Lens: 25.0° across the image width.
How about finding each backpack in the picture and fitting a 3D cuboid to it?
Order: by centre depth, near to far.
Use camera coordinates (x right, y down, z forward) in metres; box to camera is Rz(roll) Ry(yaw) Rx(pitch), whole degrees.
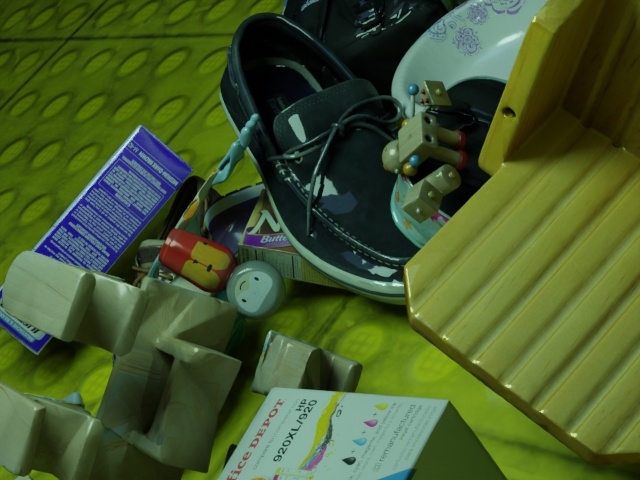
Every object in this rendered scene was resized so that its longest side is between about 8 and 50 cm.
[{"bbox_3d":[0.208,-0.050,1.575,0.253,0.191,0.225,29,61,9],"label":"backpack"},{"bbox_3d":[0.074,-0.343,2.133,0.290,0.273,0.355,-30,49,24],"label":"backpack"}]

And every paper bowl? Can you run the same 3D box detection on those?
[{"bbox_3d":[0.244,-0.199,1.837,0.284,0.148,0.284,-25,33,18],"label":"paper bowl"}]

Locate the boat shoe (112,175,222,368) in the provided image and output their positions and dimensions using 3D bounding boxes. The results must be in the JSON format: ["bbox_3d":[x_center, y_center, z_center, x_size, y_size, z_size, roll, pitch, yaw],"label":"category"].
[{"bbox_3d":[-0.212,0.047,1.971,0.123,0.123,0.342,-9,40,37],"label":"boat shoe"}]

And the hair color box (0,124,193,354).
[{"bbox_3d":[-0.332,-0.004,2.069,0.339,0.110,0.185,-49,8,-4],"label":"hair color box"}]

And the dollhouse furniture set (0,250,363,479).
[{"bbox_3d":[-0.219,0.233,1.529,0.256,0.362,0.394,16,86,52],"label":"dollhouse furniture set"}]

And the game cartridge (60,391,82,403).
[{"bbox_3d":[-0.359,0.244,1.956,0.083,0.017,0.056,-32,35,7],"label":"game cartridge"}]

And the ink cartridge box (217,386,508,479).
[{"bbox_3d":[0.037,0.261,1.398,0.232,0.168,0.171,-1,45,44],"label":"ink cartridge box"}]

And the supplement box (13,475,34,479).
[{"bbox_3d":[-0.372,0.341,1.816,0.062,0.036,0.098,-41,31,-10],"label":"supplement box"}]

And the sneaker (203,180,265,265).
[{"bbox_3d":[-0.006,-0.033,1.937,0.283,0.107,0.124,-26,61,1],"label":"sneaker"}]

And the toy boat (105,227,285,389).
[{"bbox_3d":[-0.144,0.117,1.720,0.267,0.148,0.318,-61,-3,-42],"label":"toy boat"}]

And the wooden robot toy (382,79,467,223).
[{"bbox_3d":[0.100,-0.083,1.489,0.079,0.076,0.173,-35,42,42],"label":"wooden robot toy"}]

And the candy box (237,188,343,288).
[{"bbox_3d":[0.000,0.000,1.824,0.186,0.053,0.109,11,47,12],"label":"candy box"}]

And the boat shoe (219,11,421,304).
[{"bbox_3d":[0.014,-0.110,1.789,0.186,0.156,0.500,-20,49,-18],"label":"boat shoe"}]

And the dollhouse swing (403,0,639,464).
[{"bbox_3d":[0.284,-0.031,1.314,0.347,0.315,0.305,38,51,19],"label":"dollhouse swing"}]

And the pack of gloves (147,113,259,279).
[{"bbox_3d":[-0.134,-0.042,1.781,0.195,0.046,0.232,-57,4,-30],"label":"pack of gloves"}]
